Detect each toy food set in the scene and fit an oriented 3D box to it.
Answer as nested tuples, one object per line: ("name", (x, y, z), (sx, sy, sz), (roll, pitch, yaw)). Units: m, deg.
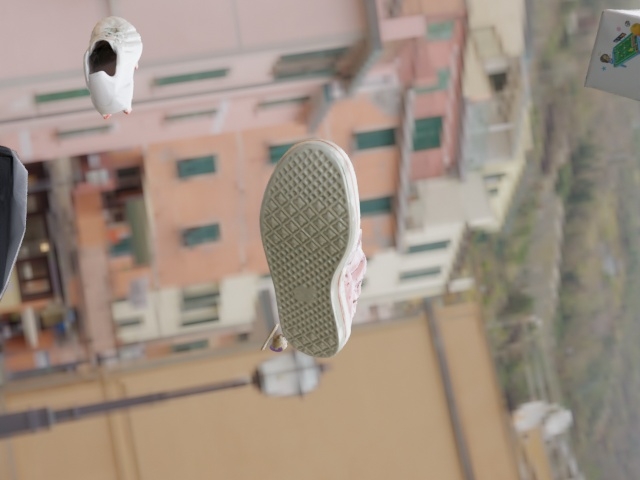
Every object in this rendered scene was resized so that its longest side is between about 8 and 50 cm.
("toy food set", (-0.044, 0.142, 2.520), (0.019, 0.122, 0.078), (40, -60, 17))

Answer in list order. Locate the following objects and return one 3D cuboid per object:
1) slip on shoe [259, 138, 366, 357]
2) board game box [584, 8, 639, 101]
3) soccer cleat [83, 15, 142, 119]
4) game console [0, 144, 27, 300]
("slip on shoe", (0.000, 0.000, 1.905), (0.331, 0.123, 0.101), (87, 24, -46))
("board game box", (0.485, -0.186, 1.802), (0.303, 0.224, 0.097), (20, -72, 28))
("soccer cleat", (-0.259, -0.230, 1.974), (0.196, 0.068, 0.076), (-98, 171, -49))
("game console", (-0.530, -0.031, 1.979), (0.044, 0.361, 0.213), (7, -90, 51))
